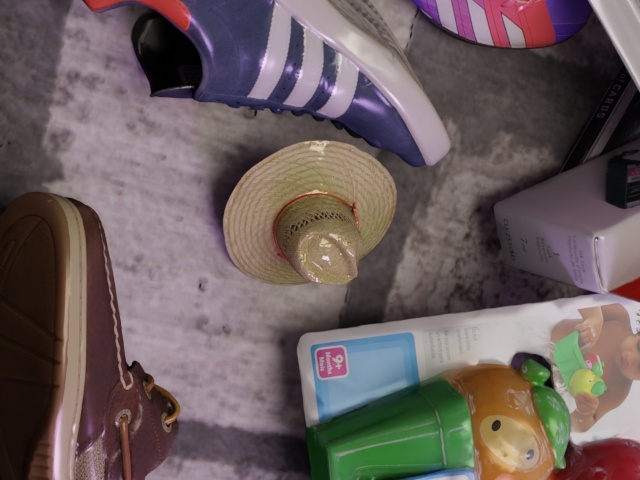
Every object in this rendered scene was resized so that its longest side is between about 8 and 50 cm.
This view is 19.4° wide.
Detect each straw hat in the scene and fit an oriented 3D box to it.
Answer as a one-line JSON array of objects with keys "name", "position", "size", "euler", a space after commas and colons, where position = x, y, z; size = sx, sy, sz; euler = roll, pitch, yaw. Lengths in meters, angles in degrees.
[{"name": "straw hat", "position": [0.000, 0.000, 1.370], "size": [0.144, 0.061, 0.144], "euler": [-13, 134, -14]}]

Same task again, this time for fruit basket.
[{"name": "fruit basket", "position": [0.172, 0.209, 1.438], "size": [0.353, 0.165, 0.327], "euler": [-6, 99, -3]}]

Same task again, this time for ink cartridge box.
[{"name": "ink cartridge box", "position": [0.316, -0.029, 1.469], "size": [0.275, 0.239, 0.060], "euler": [-23, 112, -28]}]

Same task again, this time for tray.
[{"name": "tray", "position": [0.237, -0.192, 1.473], "size": [0.030, 0.145, 0.270], "euler": [-26, 108, 20]}]

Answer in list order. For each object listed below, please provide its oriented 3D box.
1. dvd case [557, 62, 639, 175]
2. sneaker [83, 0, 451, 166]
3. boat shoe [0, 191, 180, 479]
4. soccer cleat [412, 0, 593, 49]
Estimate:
[{"name": "dvd case", "position": [0.313, -0.091, 1.619], "size": [0.179, 0.029, 0.238], "euler": [38, 78, -32]}, {"name": "sneaker", "position": [-0.042, -0.135, 1.337], "size": [0.148, 0.131, 0.350], "euler": [-39, 133, 12]}, {"name": "boat shoe", "position": [-0.163, 0.128, 1.297], "size": [0.123, 0.123, 0.342], "euler": [-12, 108, -40]}, {"name": "soccer cleat", "position": [0.106, -0.220, 1.406], "size": [0.318, 0.116, 0.108], "euler": [21, 85, -35]}]
